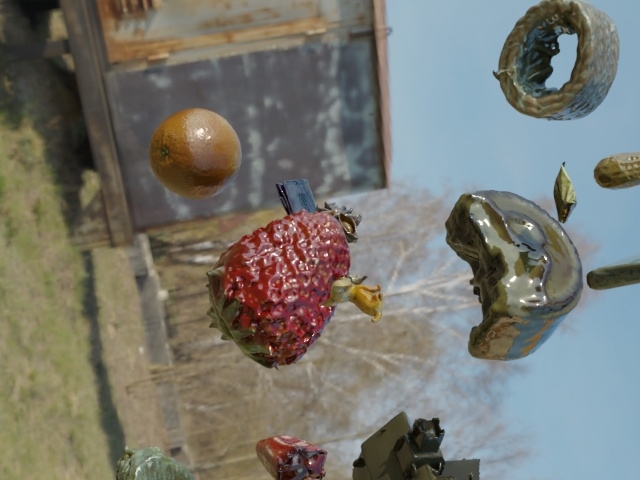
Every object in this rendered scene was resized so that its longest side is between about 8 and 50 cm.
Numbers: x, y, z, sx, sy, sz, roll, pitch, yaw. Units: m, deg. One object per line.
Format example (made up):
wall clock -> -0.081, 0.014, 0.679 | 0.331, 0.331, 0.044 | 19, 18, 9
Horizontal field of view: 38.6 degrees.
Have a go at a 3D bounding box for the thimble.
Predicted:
thimble -> 0.452, -0.340, 1.725 | 0.196, 0.148, 0.229 | 43, -62, 26

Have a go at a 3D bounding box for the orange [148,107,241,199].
orange -> -0.266, -0.183, 1.931 | 0.206, 0.206, 0.206 | 169, -90, -82

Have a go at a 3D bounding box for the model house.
model house -> 0.195, 0.424, 1.683 | 0.211, 0.205, 0.243 | -112, -151, -51

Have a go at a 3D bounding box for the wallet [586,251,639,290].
wallet -> 0.797, 0.035, 2.044 | 0.252, 0.360, 0.083 | -24, -98, 58

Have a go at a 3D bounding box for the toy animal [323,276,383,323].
toy animal -> 0.047, 0.087, 1.324 | 0.060, 0.083, 0.081 | 97, -4, -54

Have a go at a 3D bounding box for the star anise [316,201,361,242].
star anise -> 0.000, 0.000, 2.152 | 0.218, 0.148, 0.227 | 54, -32, 35

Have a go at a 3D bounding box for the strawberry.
strawberry -> -0.059, 0.093, 1.864 | 0.292, 0.343, 0.292 | 49, -17, 21

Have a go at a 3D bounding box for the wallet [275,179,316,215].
wallet -> -0.055, -0.096, 2.280 | 0.166, 0.030, 0.111 | -11, 83, -67

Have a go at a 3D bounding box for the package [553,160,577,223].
package -> 0.566, -0.107, 2.125 | 0.108, 0.031, 0.120 | 83, 1, -66

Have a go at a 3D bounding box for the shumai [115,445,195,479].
shumai -> -0.326, 0.459, 1.630 | 0.184, 0.142, 0.184 | 20, 64, -48

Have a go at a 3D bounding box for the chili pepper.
chili pepper -> -0.087, 0.564, 2.413 | 0.136, 0.144, 0.253 | 48, -13, -22

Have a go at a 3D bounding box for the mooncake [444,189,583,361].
mooncake -> 0.452, 0.073, 2.284 | 0.394, 0.393, 0.246 | 41, -39, 14

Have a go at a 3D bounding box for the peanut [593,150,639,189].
peanut -> 0.825, -0.188, 2.380 | 0.108, 0.226, 0.095 | -31, 111, -82
